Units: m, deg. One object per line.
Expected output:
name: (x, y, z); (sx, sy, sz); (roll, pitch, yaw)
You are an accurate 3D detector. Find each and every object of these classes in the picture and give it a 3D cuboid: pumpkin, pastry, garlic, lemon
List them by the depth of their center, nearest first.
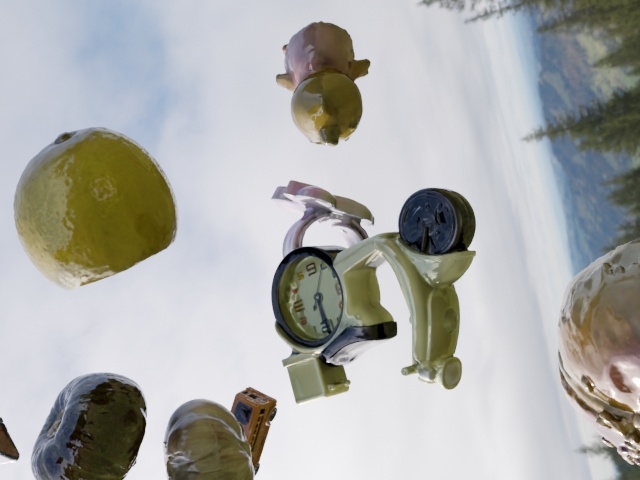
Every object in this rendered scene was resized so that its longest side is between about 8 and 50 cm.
pastry: (0.509, 0.164, 0.871); (0.409, 0.409, 0.245); (58, -148, -37)
lemon: (-0.344, -0.059, 1.005); (0.219, 0.240, 0.240); (69, -157, -14)
pumpkin: (-0.357, 0.318, 1.063); (0.162, 0.219, 0.219); (36, -140, -27)
garlic: (-0.194, 0.383, 1.153); (0.228, 0.152, 0.228); (177, 90, -77)

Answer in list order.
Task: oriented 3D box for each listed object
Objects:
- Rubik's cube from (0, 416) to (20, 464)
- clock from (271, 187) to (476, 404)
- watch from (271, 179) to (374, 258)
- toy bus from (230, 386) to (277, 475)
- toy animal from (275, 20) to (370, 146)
Rubik's cube: (-0.522, 0.227, 0.789); (0.211, 0.178, 0.190); (48, -175, 31)
clock: (0.084, 0.101, 0.999); (0.120, 0.379, 0.276); (-3, -105, -47)
watch: (0.000, 0.000, 1.532); (0.248, 0.211, 0.218); (16, -100, -17)
toy bus: (-0.163, 0.415, 1.399); (0.088, 0.083, 0.195); (4, -76, -66)
toy animal: (0.009, -0.302, 1.312); (0.169, 0.195, 0.281); (73, -170, -69)
